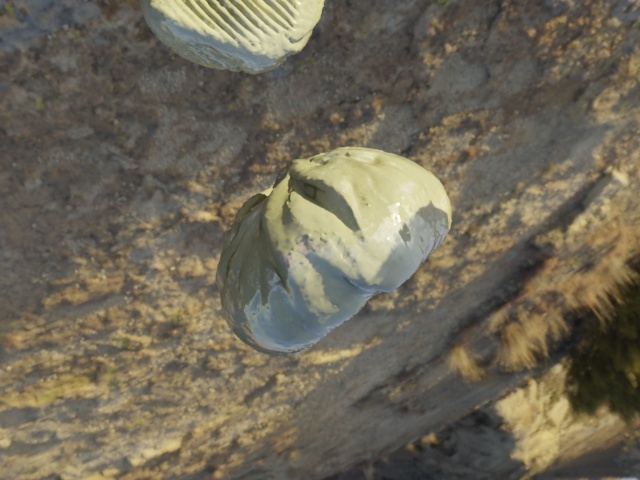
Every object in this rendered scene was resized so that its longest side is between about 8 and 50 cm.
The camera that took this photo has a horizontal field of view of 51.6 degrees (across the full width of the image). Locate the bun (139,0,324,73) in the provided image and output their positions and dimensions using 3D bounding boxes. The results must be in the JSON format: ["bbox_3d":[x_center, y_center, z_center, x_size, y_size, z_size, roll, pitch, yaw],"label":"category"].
[{"bbox_3d":[-0.172,-0.490,1.317,0.352,0.349,0.227,-35,-179,0],"label":"bun"}]

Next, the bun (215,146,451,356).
[{"bbox_3d":[0.000,0.000,0.926,0.365,0.219,0.365,-38,179,-1],"label":"bun"}]
